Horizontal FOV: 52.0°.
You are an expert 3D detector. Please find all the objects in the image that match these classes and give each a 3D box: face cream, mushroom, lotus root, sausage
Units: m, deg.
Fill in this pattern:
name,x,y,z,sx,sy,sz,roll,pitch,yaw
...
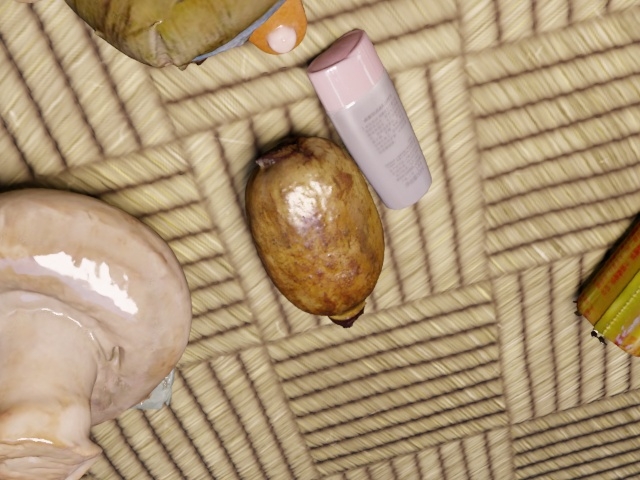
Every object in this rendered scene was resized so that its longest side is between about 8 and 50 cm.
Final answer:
name,x,y,z,sx,sy,sz,roll,pitch,yaw
face cream,0.059,-0.126,0.723,0.084,0.057,0.198,-45,124,-18
mushroom,-0.282,0.101,0.682,0.297,0.290,0.297,-5,126,-7
lotus root,0.000,0.000,0.754,0.145,0.128,0.260,-35,125,-20
sausage,0.462,0.003,0.851,0.125,0.117,0.317,8,122,-32

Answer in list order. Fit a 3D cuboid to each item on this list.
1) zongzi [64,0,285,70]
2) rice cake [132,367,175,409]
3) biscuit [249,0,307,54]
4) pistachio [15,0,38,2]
name,x,y,z,sx,sy,sz,roll,pitch,yaw
zongzi,-0.032,-0.237,0.313,0.356,0.393,0.174,-40,97,12
rice cake,-0.304,0.176,0.885,0.211,0.038,0.124,2,123,-11
biscuit,-0.051,-0.250,0.567,0.324,0.049,0.205,-20,138,7
pistachio,-0.202,-0.276,0.456,0.152,0.126,0.223,-15,148,-40
